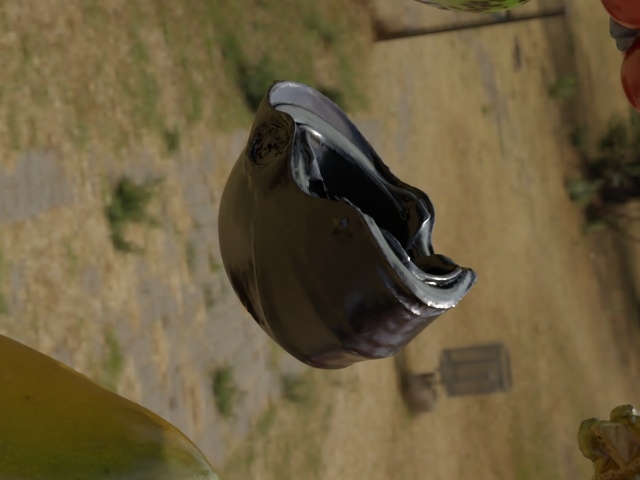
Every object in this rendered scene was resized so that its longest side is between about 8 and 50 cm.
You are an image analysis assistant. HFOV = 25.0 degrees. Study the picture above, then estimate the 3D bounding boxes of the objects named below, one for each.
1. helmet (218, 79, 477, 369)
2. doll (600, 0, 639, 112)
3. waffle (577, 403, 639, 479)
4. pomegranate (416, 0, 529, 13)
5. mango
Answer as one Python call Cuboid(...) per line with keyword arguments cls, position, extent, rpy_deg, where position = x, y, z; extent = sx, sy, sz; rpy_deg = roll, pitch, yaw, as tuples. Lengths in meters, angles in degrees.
Cuboid(cls="helmet", position=(0.000, 0.000, 1.399), extent=(0.225, 0.177, 0.305), rpy_deg=(26, 23, -41))
Cuboid(cls="doll", position=(0.267, -0.146, 0.986), extent=(0.290, 0.130, 0.161), rpy_deg=(-11, 82, -58))
Cuboid(cls="waffle", position=(0.329, 0.212, 1.090), extent=(0.058, 0.301, 0.281), rpy_deg=(-39, 110, -30))
Cuboid(cls="pomegranate", position=(0.113, -0.322, 1.290), extent=(0.254, 0.271, 0.254), rpy_deg=(6, 90, -72))
Cuboid(cls="mango", position=(-0.206, 0.110, 0.757), extent=(0.176, 0.317, 0.119), rpy_deg=(-35, 132, -66))
